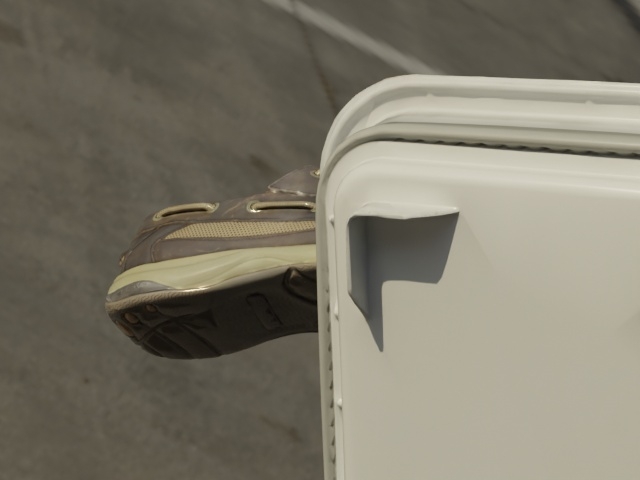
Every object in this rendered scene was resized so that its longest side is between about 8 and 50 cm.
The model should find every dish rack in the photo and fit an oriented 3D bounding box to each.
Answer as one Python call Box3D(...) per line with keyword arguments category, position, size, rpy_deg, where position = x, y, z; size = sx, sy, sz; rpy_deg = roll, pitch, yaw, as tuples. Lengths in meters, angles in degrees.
Box3D(category="dish rack", position=(0.117, 0.103, 0.639), size=(0.285, 0.333, 0.072), rpy_deg=(6, 18, 27))

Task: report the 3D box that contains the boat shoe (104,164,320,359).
Box3D(category="boat shoe", position=(0.000, 0.000, 1.187), size=(0.132, 0.355, 0.130), rpy_deg=(69, 19, -55))
